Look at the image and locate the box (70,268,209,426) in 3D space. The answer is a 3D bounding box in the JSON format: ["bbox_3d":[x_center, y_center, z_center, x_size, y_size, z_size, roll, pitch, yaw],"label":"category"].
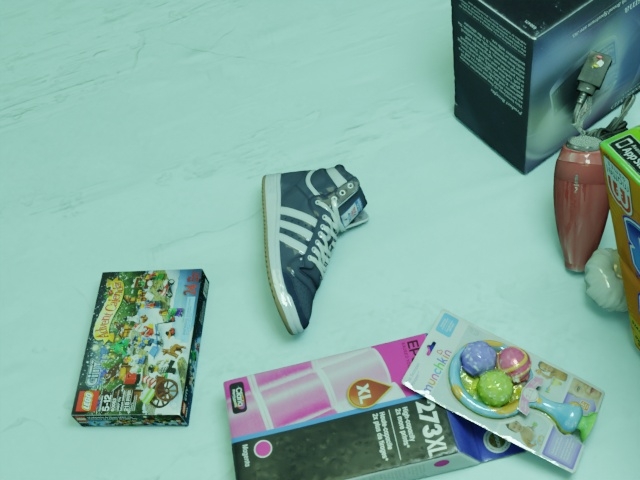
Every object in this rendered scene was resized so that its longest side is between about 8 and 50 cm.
[{"bbox_3d":[-0.255,0.152,1.313,0.159,0.044,0.233,-2,56,9],"label":"box"}]

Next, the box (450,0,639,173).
[{"bbox_3d":[0.360,-0.309,1.348,0.296,0.294,0.183,-35,59,-13],"label":"box"}]

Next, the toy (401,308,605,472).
[{"bbox_3d":[0.241,0.177,1.157,0.237,0.056,0.137,29,52,10],"label":"toy"}]

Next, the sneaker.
[{"bbox_3d":[0.000,0.000,1.332,0.153,0.099,0.282,-11,53,5],"label":"sneaker"}]

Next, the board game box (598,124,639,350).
[{"bbox_3d":[0.556,0.047,0.942,0.356,0.356,0.356,-24,39,2],"label":"board game box"}]

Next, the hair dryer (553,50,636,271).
[{"bbox_3d":[0.398,-0.098,1.281,0.080,0.223,0.294,14,81,37],"label":"hair dryer"}]

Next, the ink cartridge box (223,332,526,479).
[{"bbox_3d":[0.064,0.231,1.192,0.370,0.069,0.176,-13,55,0],"label":"ink cartridge box"}]

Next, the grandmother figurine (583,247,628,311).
[{"bbox_3d":[0.508,-0.004,1.239,0.342,0.104,0.208,-25,48,-9],"label":"grandmother figurine"}]
